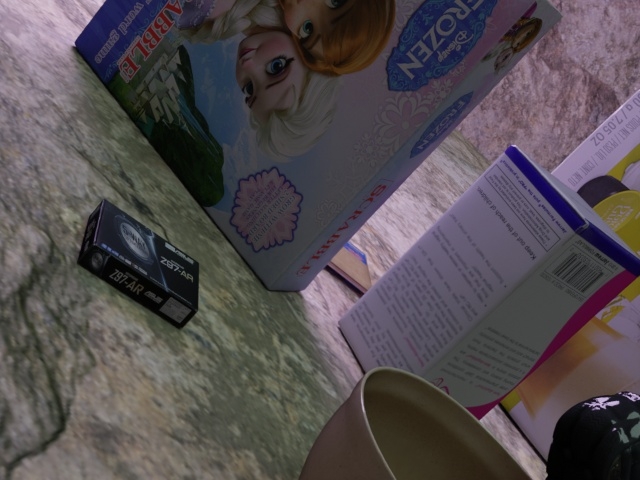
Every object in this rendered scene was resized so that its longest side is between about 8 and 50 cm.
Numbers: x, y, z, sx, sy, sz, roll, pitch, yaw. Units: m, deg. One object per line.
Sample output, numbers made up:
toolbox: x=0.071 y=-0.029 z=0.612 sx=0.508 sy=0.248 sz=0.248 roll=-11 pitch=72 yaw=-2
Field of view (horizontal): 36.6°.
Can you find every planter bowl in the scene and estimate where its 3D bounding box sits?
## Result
planter bowl: x=0.046 y=0.163 z=0.516 sx=0.162 sy=0.109 sz=0.162 roll=39 pitch=18 yaw=-15

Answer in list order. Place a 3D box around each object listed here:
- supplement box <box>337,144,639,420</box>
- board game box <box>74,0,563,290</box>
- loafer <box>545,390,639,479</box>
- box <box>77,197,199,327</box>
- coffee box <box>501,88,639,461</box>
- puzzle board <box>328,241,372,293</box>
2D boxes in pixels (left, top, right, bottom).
supplement box: x=0.139 y=0.048 z=0.814 sx=0.111 sy=0.220 sz=0.114 roll=28 pitch=22 yaw=-43
board game box: x=-0.022 y=-0.178 z=0.824 sx=0.318 sy=0.318 sz=0.066 roll=49 pitch=19 yaw=20
loafer: x=0.171 y=0.186 z=0.585 sx=0.078 sy=0.223 sz=0.076 roll=-8 pitch=33 yaw=-20
box: x=-0.120 y=0.015 z=0.650 sx=0.083 sy=0.018 sz=0.067 roll=36 pitch=19 yaw=-21
coffee box: x=0.394 y=0.094 z=1.074 sx=0.338 sy=0.337 sz=0.334 roll=18 pitch=31 yaw=-56
puzzle board: x=0.000 y=0.000 z=0.971 sx=0.128 sy=0.011 sz=0.096 roll=39 pitch=16 yaw=-17
